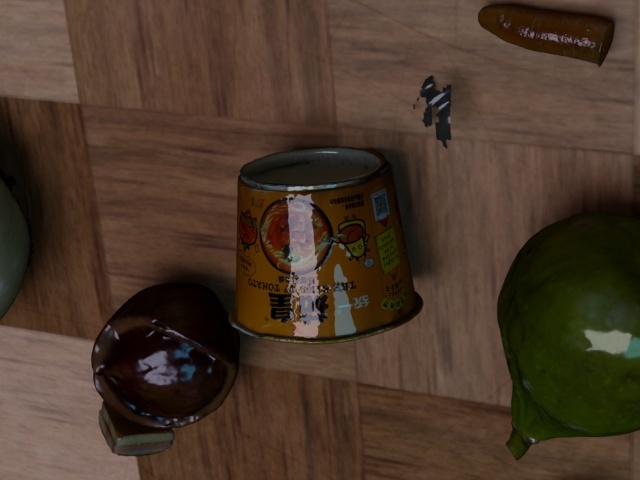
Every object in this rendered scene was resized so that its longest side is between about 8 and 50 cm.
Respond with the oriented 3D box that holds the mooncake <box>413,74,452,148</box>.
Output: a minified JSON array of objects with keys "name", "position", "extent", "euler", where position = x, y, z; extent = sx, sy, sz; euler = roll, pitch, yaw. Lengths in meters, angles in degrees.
[{"name":"mooncake","position":[0.002,-0.219,1.667],"extent":[0.347,0.057,0.150],"euler":[22,137,22]}]

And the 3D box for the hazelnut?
[{"name":"hazelnut","position":[-0.180,0.145,1.883],"extent":[0.170,0.160,0.201],"euler":[22,118,13]}]

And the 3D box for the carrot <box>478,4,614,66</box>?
[{"name":"carrot","position":[0.222,-0.208,1.564],"extent":[0.139,0.048,0.048],"euler":[14,121,22]}]

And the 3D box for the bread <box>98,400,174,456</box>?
[{"name":"bread","position":[-0.251,0.254,2.038],"extent":[0.109,0.062,0.043],"euler":[21,123,11]}]

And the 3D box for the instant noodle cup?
[{"name":"instant noodle cup","position":[0.000,0.000,1.697],"extent":[0.216,0.216,0.172],"euler":[3,109,25]}]

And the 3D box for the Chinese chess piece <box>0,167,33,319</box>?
[{"name":"Chinese chess piece","position":[-0.527,-0.017,1.924],"extent":[0.349,0.146,0.349],"euler":[17,140,15]}]

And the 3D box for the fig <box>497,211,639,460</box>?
[{"name":"fig","position":[0.257,0.099,1.606],"extent":[0.314,0.233,0.233],"euler":[-27,102,39]}]
